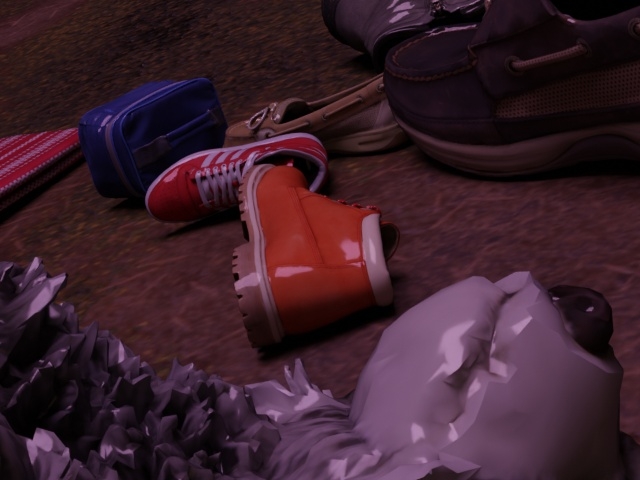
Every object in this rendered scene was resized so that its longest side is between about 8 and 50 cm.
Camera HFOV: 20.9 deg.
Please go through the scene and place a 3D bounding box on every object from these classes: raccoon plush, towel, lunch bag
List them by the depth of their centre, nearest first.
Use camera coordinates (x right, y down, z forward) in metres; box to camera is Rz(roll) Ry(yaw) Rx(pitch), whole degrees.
[{"bbox_3d":[-0.094,0.165,0.482,0.446,0.299,0.216,-46,24,27],"label":"raccoon plush"},{"bbox_3d":[-0.107,-0.071,1.187,0.098,0.067,0.065,-33,23,-35],"label":"lunch bag"},{"bbox_3d":[-0.325,-0.032,1.359,0.275,0.031,0.199,-5,22,32],"label":"towel"}]

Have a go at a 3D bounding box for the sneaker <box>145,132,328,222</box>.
[{"bbox_3d":[-0.051,-0.035,1.072,0.118,0.042,0.067,-19,16,-3],"label":"sneaker"}]

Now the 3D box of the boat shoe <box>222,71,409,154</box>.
[{"bbox_3d":[-0.004,-0.081,1.141,0.153,0.048,0.056,-3,25,40],"label":"boat shoe"}]

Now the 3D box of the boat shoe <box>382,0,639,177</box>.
[{"bbox_3d":[0.160,-0.116,0.945,0.132,0.130,0.355,-33,23,-32],"label":"boat shoe"}]

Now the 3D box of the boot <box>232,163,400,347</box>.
[{"bbox_3d":[0.000,0.000,0.915,0.085,0.059,0.158,-15,28,5],"label":"boot"}]

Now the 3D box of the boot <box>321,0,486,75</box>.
[{"bbox_3d":[0.130,-0.190,1.288,0.247,0.083,0.161,-29,27,-8],"label":"boot"}]
